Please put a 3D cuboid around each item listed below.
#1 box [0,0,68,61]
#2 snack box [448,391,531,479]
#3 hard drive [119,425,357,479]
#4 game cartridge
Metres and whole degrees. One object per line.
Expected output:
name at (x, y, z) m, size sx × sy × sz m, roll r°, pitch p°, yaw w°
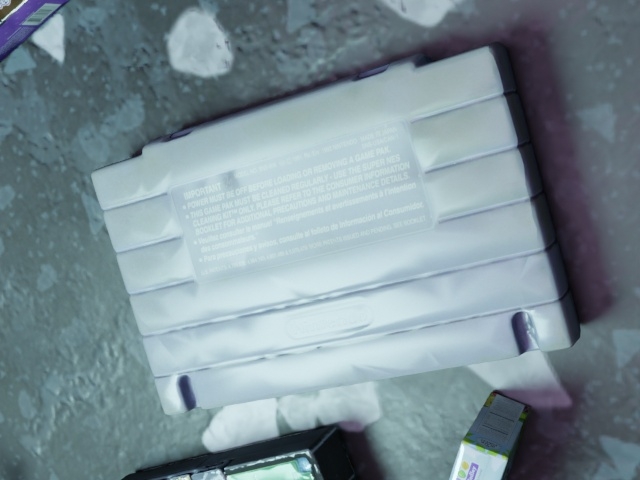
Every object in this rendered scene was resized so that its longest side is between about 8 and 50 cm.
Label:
box at (-0.385, -0.220, 0.849) m, size 0.293 × 0.057 × 0.201 m, roll -32°, pitch 87°, yaw 26°
snack box at (0.113, 0.196, 0.702) m, size 0.037 × 0.100 × 0.141 m, roll 20°, pitch 109°, yaw 18°
hard drive at (-0.037, 0.348, 0.820) m, size 0.236 × 0.064 × 0.339 m, roll -20°, pitch 94°, yaw 25°
game cartridge at (0.000, 0.000, 0.734) m, size 0.355 × 0.068 × 0.230 m, roll -13°, pitch 92°, yaw 25°
